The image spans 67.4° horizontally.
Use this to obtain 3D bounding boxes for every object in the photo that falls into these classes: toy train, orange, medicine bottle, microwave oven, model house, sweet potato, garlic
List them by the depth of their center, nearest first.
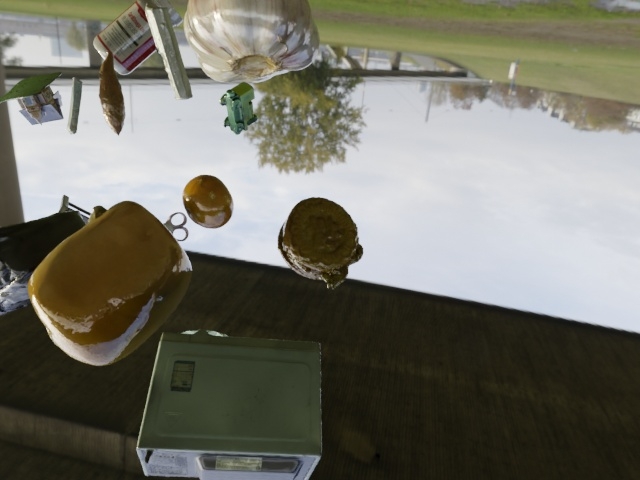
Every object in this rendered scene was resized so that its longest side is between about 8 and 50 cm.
[{"bbox_3d":[-0.136,-0.429,0.877,0.245,0.253,0.245,-9,175,-1],"label":"garlic"},{"bbox_3d":[-0.188,0.375,1.058,0.355,0.218,0.286,5,-131,-9],"label":"microwave oven"},{"bbox_3d":[-0.189,-0.306,1.116,0.050,0.122,0.081,36,-118,22],"label":"toy train"},{"bbox_3d":[-0.701,-0.344,1.195,0.117,0.088,0.167,-11,-142,2],"label":"model house"},{"bbox_3d":[-0.526,-0.368,1.210,0.060,0.205,0.068,-1,-166,3],"label":"sweet potato"},{"bbox_3d":[-0.315,-0.105,1.331,0.124,0.156,0.156,-29,-141,-35],"label":"orange"},{"bbox_3d":[-0.535,-0.614,1.418,0.250,0.131,0.131,-39,-155,5],"label":"medicine bottle"}]

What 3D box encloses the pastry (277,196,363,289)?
[{"bbox_3d":[0.000,0.000,1.344,0.235,0.132,0.240,42,-121,-3],"label":"pastry"}]

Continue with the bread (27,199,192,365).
[{"bbox_3d":[-0.521,0.127,1.237,0.253,0.348,0.376,30,-123,24],"label":"bread"}]

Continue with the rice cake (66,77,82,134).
[{"bbox_3d":[-0.917,-0.500,1.789,0.034,0.210,0.043,7,178,-40],"label":"rice cake"}]

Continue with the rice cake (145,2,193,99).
[{"bbox_3d":[-0.409,-0.505,1.300,0.057,0.256,0.052,10,-138,22],"label":"rice cake"}]

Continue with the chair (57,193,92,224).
[{"bbox_3d":[-1.032,-0.020,2.024,0.241,0.203,0.416,38,180,-29],"label":"chair"}]

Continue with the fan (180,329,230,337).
[{"bbox_3d":[-0.387,0.319,1.504,0.240,0.131,0.009,-20,-138,29],"label":"fan"}]

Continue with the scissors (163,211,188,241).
[{"bbox_3d":[-0.618,-0.044,1.851,0.030,0.118,0.242,1,-172,42],"label":"scissors"}]

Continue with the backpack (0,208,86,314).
[{"bbox_3d":[-0.920,0.076,1.464,0.446,0.254,0.363,-32,-179,25],"label":"backpack"}]
